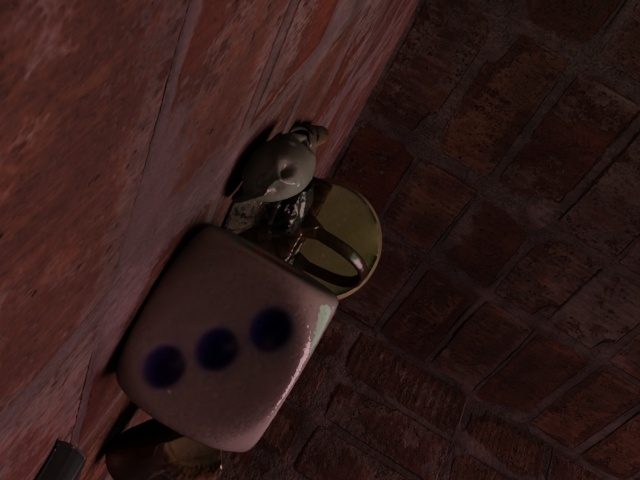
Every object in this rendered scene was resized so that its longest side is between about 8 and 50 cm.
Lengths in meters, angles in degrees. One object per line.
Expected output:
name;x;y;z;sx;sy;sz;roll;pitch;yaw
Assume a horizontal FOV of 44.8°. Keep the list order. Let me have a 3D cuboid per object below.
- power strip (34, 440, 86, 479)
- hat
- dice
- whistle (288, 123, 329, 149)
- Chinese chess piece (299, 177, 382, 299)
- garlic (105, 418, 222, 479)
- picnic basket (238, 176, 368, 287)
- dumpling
power strip;-0.437;0.422;1.130;0.253;0.054;0.168;-59;179;-41
hat;-0.087;-0.082;1.568;0.266;0.128;0.265;-62;177;-5
dice;-0.153;0.163;1.333;0.304;0.276;0.304;-60;-179;1
whistle;-0.027;-0.238;1.805;0.068;0.057;0.326;-56;180;10
Chinese chess piece;0.000;0.000;2.101;0.338;0.338;0.140;-59;-174;-7
garlic;-0.345;0.476;1.764;0.325;0.278;0.132;165;-81;-66
picnic basket;-0.032;0.021;1.872;0.337;0.337;0.293;-59;179;-20
dumpling;-0.089;-0.127;1.362;0.217;0.149;0.105;-59;145;-54
